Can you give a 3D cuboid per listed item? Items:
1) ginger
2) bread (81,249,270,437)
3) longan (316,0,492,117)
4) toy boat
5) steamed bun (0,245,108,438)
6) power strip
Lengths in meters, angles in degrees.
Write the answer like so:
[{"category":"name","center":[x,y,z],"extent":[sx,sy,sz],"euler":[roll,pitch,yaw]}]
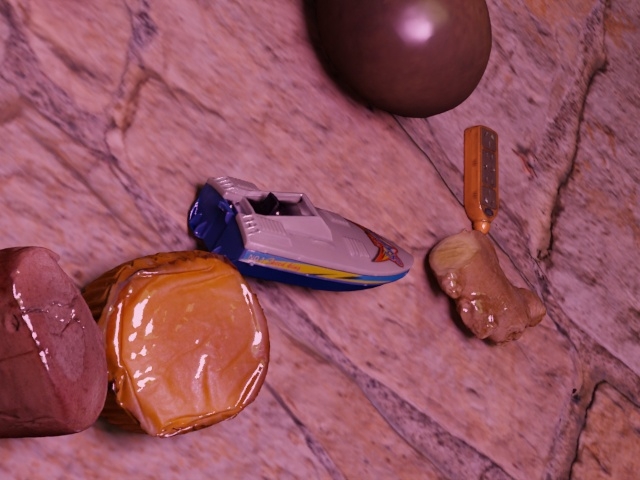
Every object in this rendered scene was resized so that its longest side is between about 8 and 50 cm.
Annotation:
[{"category":"ginger","center":[0.232,0.079,1.435],"extent":[0.213,0.074,0.137],"euler":[45,52,-30]},{"category":"bread","center":[-0.156,0.104,1.064],"extent":[0.199,0.104,0.199],"euler":[8,77,-38]},{"category":"longan","center":[0.108,-0.269,1.338],"extent":[0.246,0.215,0.246],"euler":[-11,90,-83]},{"category":"toy boat","center":[0.000,0.000,1.220],"extent":[0.295,0.088,0.129],"euler":[13,30,-38]},{"category":"steamed bun","center":[-0.274,0.090,0.936],"extent":[0.106,0.145,0.175],"euler":[-45,121,-59]},{"category":"power strip","center":[0.232,-0.085,1.510],"extent":[0.049,0.028,0.178],"euler":[17,67,-38]}]
